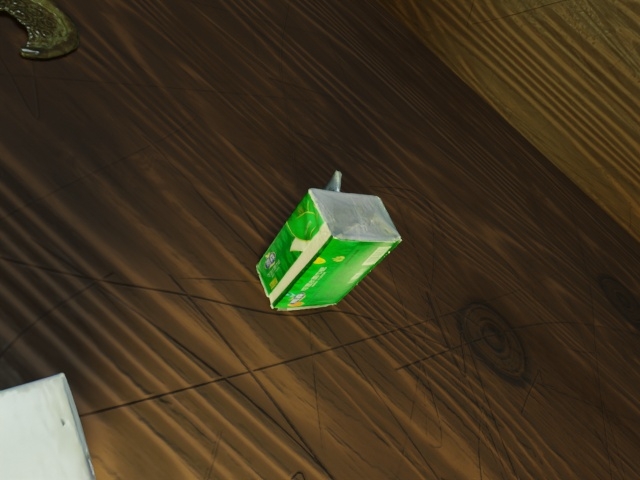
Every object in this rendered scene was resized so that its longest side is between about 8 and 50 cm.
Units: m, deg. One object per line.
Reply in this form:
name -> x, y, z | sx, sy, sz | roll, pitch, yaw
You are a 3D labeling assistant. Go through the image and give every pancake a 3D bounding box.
pancake -> -0.547, -0.412, 0.858 | 0.191, 0.020, 0.184 | 28, 45, -15

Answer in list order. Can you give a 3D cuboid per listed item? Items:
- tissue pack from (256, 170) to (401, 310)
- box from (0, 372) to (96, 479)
tissue pack -> -0.002, 0.000, 0.789 | 0.148, 0.209, 0.156 | -2, 55, -37
box -> -0.343, 0.224, 0.353 | 0.275, 0.203, 0.116 | -11, 64, -41
